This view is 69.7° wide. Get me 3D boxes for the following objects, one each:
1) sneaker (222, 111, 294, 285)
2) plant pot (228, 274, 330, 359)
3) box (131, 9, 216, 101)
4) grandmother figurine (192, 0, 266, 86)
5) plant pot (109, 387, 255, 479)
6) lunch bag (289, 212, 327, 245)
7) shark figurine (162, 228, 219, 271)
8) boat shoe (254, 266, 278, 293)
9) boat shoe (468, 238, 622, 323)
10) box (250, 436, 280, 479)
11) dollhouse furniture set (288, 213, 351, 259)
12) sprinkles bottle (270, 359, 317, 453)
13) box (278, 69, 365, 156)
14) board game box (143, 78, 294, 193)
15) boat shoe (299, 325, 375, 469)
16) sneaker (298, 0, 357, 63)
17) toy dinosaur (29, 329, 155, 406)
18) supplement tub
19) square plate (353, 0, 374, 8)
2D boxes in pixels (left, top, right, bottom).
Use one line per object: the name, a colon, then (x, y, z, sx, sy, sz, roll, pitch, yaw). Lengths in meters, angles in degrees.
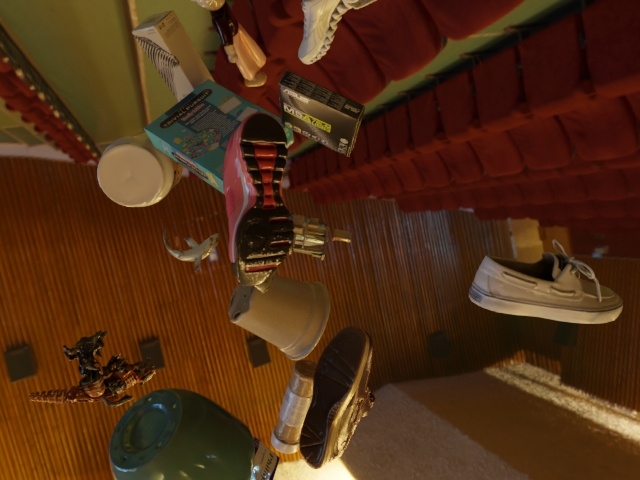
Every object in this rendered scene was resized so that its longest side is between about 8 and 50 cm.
sneaker: (-0.128, -0.074, 0.873, 0.115, 0.314, 0.136, 0, -175, -32)
plant pot: (-0.180, 0.267, 1.820, 0.305, 0.334, 0.333, 27, 166, -27)
box: (-0.431, -0.539, 1.397, 0.113, 0.275, 0.094, 6, -127, 33)
grandmother figurine: (-0.258, -0.606, 1.309, 0.104, 0.208, 0.342, -26, 153, 6)
plant pot: (-0.334, 0.484, 1.058, 0.292, 0.235, 0.293, -17, -142, 14)
lunch bag: (-0.093, -0.033, 1.732, 0.176, 0.090, 0.219, -10, 165, 38)
shark figurine: (-0.540, 0.050, 1.896, 0.278, 0.166, 0.116, 3, 167, 19)
boat shoe: (-0.180, 0.110, 1.523, 0.056, 0.048, 0.153, -44, -162, 36)
boat shoe: (0.512, 0.078, 1.007, 0.366, 0.157, 0.136, 8, -161, -9)
box: (-0.207, 0.700, 1.421, 0.072, 0.137, 0.126, -17, -146, 32)
dollhouse furniture set: (0.000, 0.000, 1.372, 0.181, 0.101, 0.161, 9, 169, 1)
sprinkles bottle: (-0.091, 0.638, 1.759, 0.121, 0.356, 0.121, 15, -163, -5)
box: (-0.001, -0.283, 1.047, 0.190, 0.045, 0.184, 27, 168, 3)
board game box: (-0.283, -0.295, 1.291, 0.336, 0.079, 0.254, 33, -113, 24)
boat shoe: (0.058, 0.358, 1.059, 0.123, 0.342, 0.123, 10, -171, -39)
sneaker: (-0.005, -0.595, 1.207, 0.118, 0.110, 0.292, 4, 150, -27)
toy dinosaur: (-0.673, 0.403, 1.380, 0.164, 0.219, 0.321, -34, 161, 30)
supplement tub: (-0.627, -0.254, 1.619, 0.240, 0.241, 0.331, -13, -161, -4)
square plate: (0.176, -0.905, 1.331, 0.344, 0.347, 0.049, -27, -160, -8)
